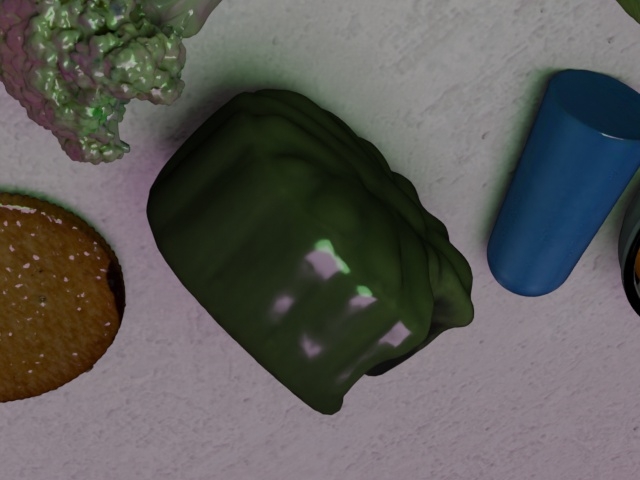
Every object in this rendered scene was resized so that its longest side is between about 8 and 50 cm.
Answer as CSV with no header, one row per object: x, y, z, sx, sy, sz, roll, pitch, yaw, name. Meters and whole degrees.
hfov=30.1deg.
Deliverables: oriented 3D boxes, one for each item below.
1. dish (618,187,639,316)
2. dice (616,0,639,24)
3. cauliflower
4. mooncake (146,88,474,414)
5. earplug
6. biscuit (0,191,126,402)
0.482,-0.022,1.447,0.303,0.120,0.303,-8,129,-9,dish
0.382,-0.345,1.075,0.252,0.254,0.249,-16,130,-5,dice
-0.182,-0.218,1.084,0.315,0.239,0.256,-26,92,-17,cauliflower
0.000,0.000,1.207,0.351,0.351,0.187,31,113,-33,mooncake
0.274,-0.048,1.373,0.132,0.132,0.273,5,130,-19,earplug
-0.372,0.068,1.342,0.305,0.038,0.305,-8,128,-10,biscuit
